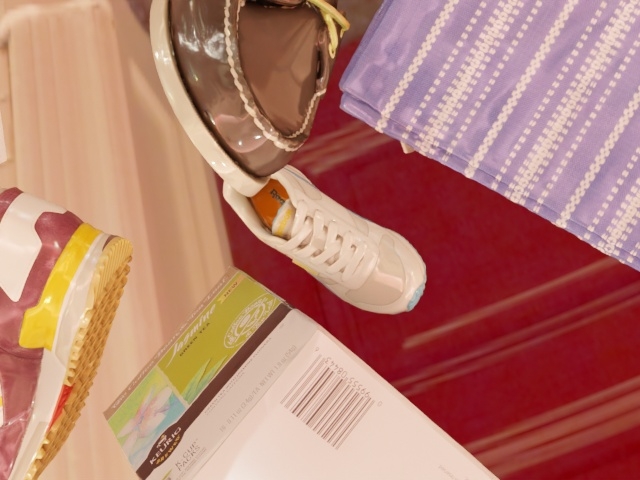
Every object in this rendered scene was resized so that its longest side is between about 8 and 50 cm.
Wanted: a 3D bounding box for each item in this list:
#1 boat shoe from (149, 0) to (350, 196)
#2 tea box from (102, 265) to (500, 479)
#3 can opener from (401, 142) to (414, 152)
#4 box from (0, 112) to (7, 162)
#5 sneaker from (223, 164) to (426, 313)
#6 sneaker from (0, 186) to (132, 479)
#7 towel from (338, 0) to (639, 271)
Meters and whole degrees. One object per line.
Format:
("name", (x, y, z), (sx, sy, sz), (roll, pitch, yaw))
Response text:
("boat shoe", (-0.025, -0.107, 0.619), (0.069, 0.227, 0.081), (-29, 124, 18))
("tea box", (-0.004, 0.228, 1.342), (0.329, 0.323, 0.220), (42, 84, -20))
("can opener", (0.103, -0.171, 1.535), (0.076, 0.095, 0.283), (-33, 164, 1))
("box", (-0.288, -0.088, 0.934), (0.102, 0.101, 0.087), (-26, 119, -49))
("sneaker", (0.000, 0.000, 1.335), (0.087, 0.229, 0.092), (-62, 155, 12))
("sneaker", (-0.145, 0.051, 0.606), (0.084, 0.069, 0.185), (27, 125, 1))
("towel", (0.205, -0.123, 0.950), (0.243, 0.336, 0.040), (-60, 170, 4))
